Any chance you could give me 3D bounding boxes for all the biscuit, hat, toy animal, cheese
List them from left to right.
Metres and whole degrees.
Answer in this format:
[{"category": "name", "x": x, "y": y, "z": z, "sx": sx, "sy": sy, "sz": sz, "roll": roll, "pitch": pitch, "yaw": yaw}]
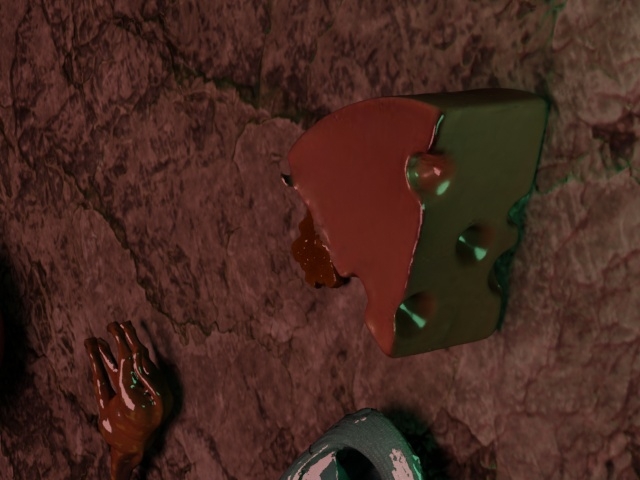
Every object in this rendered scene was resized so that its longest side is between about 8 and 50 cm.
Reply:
[{"category": "toy animal", "x": -0.224, "y": 0.219, "z": 1.651, "sx": 0.224, "sy": 0.066, "sz": 0.230, "roll": -32, "pitch": 76, "yaw": 52}, {"category": "biscuit", "x": 0.000, "y": 0.000, "z": 1.339, "sx": 0.082, "sy": 0.016, "sz": 0.092, "roll": 34, "pitch": 122, "yaw": 52}, {"category": "hat", "x": 0.033, "y": 0.230, "z": 1.294, "sx": 0.191, "sy": 0.078, "sz": 0.138, "roll": -37, "pitch": 68, "yaw": 30}, {"category": "cheese", "x": 0.086, "y": -0.045, "z": 1.117, "sx": 0.177, "sy": 0.128, "sz": 0.203, "roll": -55, "pitch": 53, "yaw": 44}]

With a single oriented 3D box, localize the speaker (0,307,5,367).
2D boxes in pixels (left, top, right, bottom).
[{"category": "speaker", "x": -0.549, "y": 0.130, "z": 1.910, "sx": 0.294, "sy": 0.294, "sz": 0.294, "roll": 15, "pitch": 108, "yaw": 52}]
